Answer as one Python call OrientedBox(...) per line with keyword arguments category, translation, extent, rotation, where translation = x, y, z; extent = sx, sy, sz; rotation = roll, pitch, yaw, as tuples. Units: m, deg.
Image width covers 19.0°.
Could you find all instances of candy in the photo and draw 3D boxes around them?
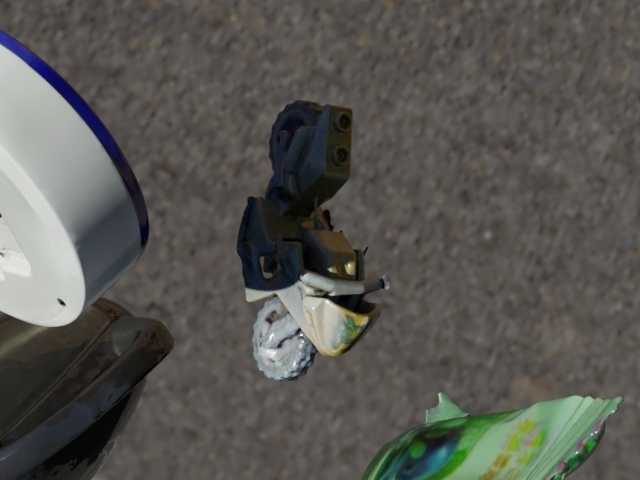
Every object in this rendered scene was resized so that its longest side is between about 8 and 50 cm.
OrientedBox(category="candy", translation=(0.140, 0.261, 1.877), extent=(0.172, 0.263, 0.398), rotation=(35, 163, -3))

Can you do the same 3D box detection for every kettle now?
OrientedBox(category="kettle", translation=(-0.275, 0.145, 1.812), extent=(0.207, 0.271, 0.250), rotation=(39, 151, 16))

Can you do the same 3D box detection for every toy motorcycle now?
OrientedBox(category="toy motorcycle", translation=(0.000, 0.000, 1.531), extent=(0.094, 0.229, 0.130), rotation=(8, 175, -35))

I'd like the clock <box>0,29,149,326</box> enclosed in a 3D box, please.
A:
OrientedBox(category="clock", translation=(-0.229, -0.045, 1.323), extent=(0.230, 0.083, 0.230), rotation=(32, 151, 20))
